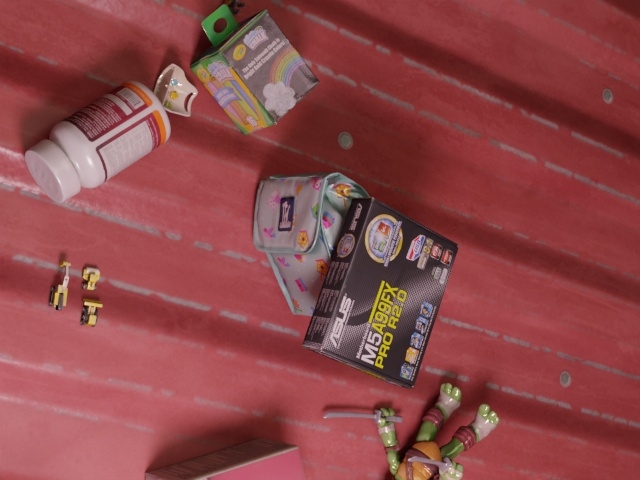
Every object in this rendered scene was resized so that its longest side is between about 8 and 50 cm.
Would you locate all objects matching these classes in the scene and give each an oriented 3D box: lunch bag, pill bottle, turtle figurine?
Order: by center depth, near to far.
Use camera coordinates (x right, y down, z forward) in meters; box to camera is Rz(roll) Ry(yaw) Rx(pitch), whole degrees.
[{"bbox_3d":[-0.365,-0.161,1.740,0.221,0.121,0.121,-38,105,-28],"label":"pill bottle"},{"bbox_3d":[0.000,0.000,1.887,0.160,0.223,0.262,-34,108,-29],"label":"lunch bag"},{"bbox_3d":[0.203,0.370,2.001,0.266,0.198,0.274,-39,110,-32],"label":"turtle figurine"}]

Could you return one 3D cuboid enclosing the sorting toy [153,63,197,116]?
[{"bbox_3d":[-0.253,-0.256,1.866,0.075,0.045,0.083,26,72,-35],"label":"sorting toy"}]

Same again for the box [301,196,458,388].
[{"bbox_3d":[0.106,0.091,1.791,0.216,0.060,0.270,28,76,-34],"label":"box"}]

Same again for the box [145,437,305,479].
[{"bbox_3d":[-0.157,0.432,1.800,0.232,0.148,0.127,-12,93,-31],"label":"box"}]

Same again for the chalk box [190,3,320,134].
[{"bbox_3d":[-0.133,-0.316,1.891,0.132,0.132,0.213,-46,108,-25],"label":"chalk box"}]

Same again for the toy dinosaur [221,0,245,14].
[{"bbox_3d":[-0.156,-0.462,1.943,0.090,0.047,0.082,-8,72,-22],"label":"toy dinosaur"}]

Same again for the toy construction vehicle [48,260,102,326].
[{"bbox_3d":[-0.398,0.088,1.748,0.086,0.035,0.098,15,78,-30],"label":"toy construction vehicle"}]
